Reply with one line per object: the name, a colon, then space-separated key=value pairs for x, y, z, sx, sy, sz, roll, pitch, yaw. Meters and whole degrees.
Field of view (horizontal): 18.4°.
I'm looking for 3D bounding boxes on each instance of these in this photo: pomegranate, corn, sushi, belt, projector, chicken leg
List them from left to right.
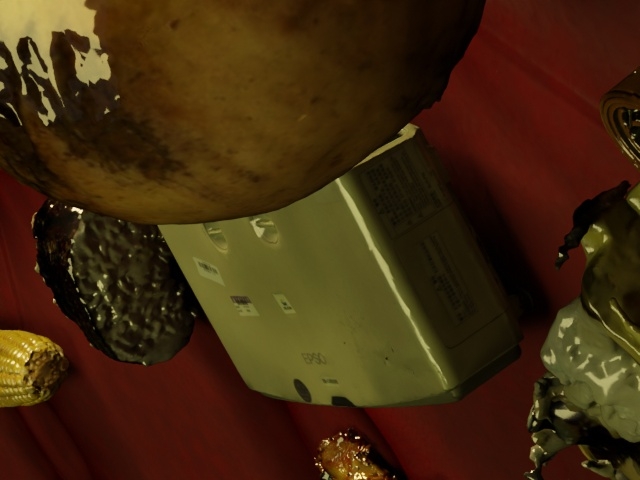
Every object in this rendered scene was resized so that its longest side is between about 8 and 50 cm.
corn: x=-0.305 y=0.127 z=1.918 sx=0.231 sy=0.080 sz=0.080 roll=-2 pitch=119 yaw=62
sushi: x=-0.158 y=0.024 z=1.499 sx=0.078 sy=0.090 sz=0.150 roll=25 pitch=144 yaw=56
pomegranate: x=-0.068 y=-0.165 z=0.849 sx=0.322 sy=0.322 sz=0.322 roll=42 pitch=153 yaw=28
projector: x=0.000 y=0.000 z=1.167 sx=0.193 sy=0.088 sz=0.269 roll=62 pitch=155 yaw=-11
chicken leg: x=0.042 y=0.170 z=1.385 sx=0.145 sy=0.037 sz=0.062 roll=27 pitch=130 yaw=51
belt: x=0.164 y=-0.046 z=0.867 sx=0.083 sy=0.036 sz=0.059 roll=36 pitch=156 yaw=38
sushi: x=0.166 y=0.063 z=0.865 sx=0.139 sy=0.131 sz=0.291 roll=36 pitch=163 yaw=16
